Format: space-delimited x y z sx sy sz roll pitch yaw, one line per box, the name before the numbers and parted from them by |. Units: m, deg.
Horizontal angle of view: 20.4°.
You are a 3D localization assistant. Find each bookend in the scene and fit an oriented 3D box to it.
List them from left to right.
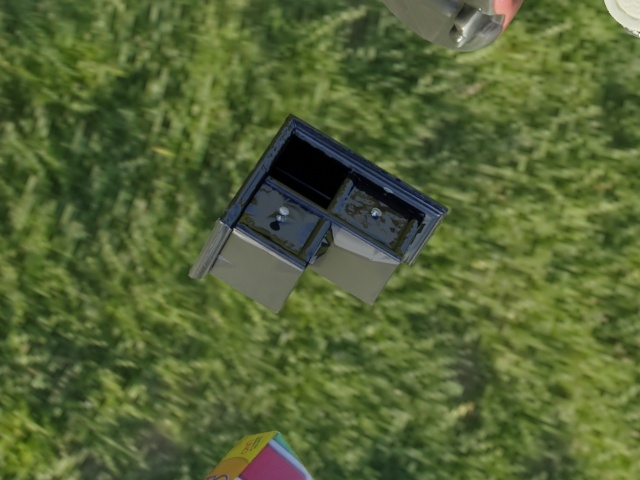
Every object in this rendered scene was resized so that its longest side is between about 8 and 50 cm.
bookend | 0.000 0.000 1.449 0.156 0.072 0.157 32 43 0

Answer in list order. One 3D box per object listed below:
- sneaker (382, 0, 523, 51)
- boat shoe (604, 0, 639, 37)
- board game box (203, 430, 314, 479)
sneaker | 0.080 -0.211 0.754 0.135 0.098 0.276 -42 152 -26
boat shoe | 0.231 -0.233 1.079 0.079 0.084 0.233 13 94 -63
board game box | -0.065 0.211 0.780 0.259 0.039 0.124 -45 107 -37
